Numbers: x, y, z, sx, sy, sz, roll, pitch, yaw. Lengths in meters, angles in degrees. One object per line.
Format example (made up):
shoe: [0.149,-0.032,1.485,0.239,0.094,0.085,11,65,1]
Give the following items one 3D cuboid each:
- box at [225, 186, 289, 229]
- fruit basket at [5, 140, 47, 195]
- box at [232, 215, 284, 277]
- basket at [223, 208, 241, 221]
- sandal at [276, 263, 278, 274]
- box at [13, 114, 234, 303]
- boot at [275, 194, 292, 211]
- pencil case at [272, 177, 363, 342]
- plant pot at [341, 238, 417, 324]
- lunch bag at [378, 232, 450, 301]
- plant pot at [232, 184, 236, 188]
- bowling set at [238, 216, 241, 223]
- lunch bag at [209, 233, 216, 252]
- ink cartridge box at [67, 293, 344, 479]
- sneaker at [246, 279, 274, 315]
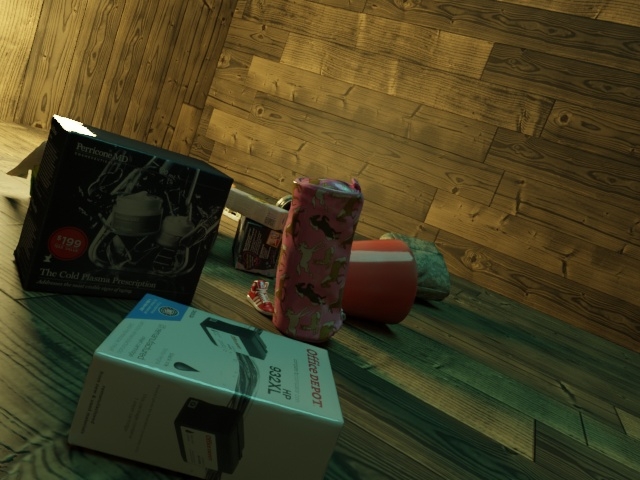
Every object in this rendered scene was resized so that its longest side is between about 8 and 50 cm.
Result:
box: [-0.253,-0.122,1.532,0.324,0.067,0.063,23,11,18]
fruit basket: [-0.704,-0.210,1.430,0.353,0.165,0.327,-20,-21,41]
box: [-0.210,0.004,1.613,0.142,0.163,0.247,15,11,-15]
basket: [-0.371,-0.149,2.348,0.113,0.103,0.167,26,10,28]
sandal: [-0.041,0.119,1.544,0.265,0.101,0.076,25,4,-34]
box: [-0.414,-0.052,1.024,0.343,0.312,0.179,12,13,-41]
boot: [0.000,0.000,1.852,0.377,0.138,0.284,51,-3,-38]
pencil case: [-0.007,0.038,1.134,0.167,0.385,0.160,-5,19,-42]
plant pot: [0.118,0.114,1.447,0.243,0.274,0.275,7,13,-21]
lunch bag: [0.374,0.129,2.013,0.305,0.212,0.256,14,29,-24]
plant pot: [-0.492,-0.158,1.822,0.291,0.203,0.291,21,9,-3]
bowling set: [-0.258,-0.102,2.159,0.200,0.154,0.287,19,9,-7]
lunch bag: [-0.472,-0.084,1.567,0.287,0.168,0.235,14,10,-9]
ink cartridge box: [-0.140,0.207,0.672,0.308,0.128,0.223,19,9,-8]
sneaker: [-0.145,0.144,1.231,0.042,0.066,0.118,11,13,-44]
